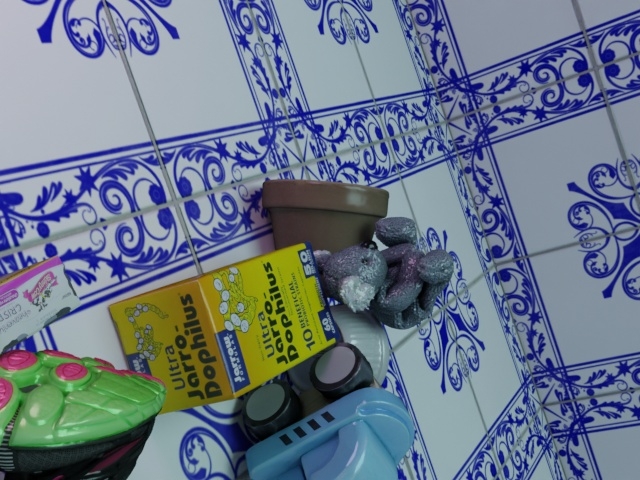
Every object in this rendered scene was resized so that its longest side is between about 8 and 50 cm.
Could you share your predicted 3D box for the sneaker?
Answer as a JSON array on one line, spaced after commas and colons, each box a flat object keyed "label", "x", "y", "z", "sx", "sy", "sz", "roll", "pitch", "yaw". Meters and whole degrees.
[{"label": "sneaker", "x": -0.293, "y": 0.247, "z": 1.088, "sx": 0.483, "sy": 0.185, "sz": 0.202, "roll": 80, "pitch": 28, "yaw": -79}]

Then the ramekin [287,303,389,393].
[{"label": "ramekin", "x": 0.024, "y": 0.224, "z": 1.773, "sx": 0.109, "sy": 0.207, "sz": 0.207, "roll": 10, "pitch": 66, "yaw": -48}]

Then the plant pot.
[{"label": "plant pot", "x": 0.000, "y": 0.000, "z": 1.839, "sx": 0.263, "sy": 0.263, "sz": 0.229, "roll": 8, "pitch": 87, "yaw": -58}]

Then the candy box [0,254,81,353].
[{"label": "candy box", "x": -0.422, "y": 0.101, "z": 1.051, "sx": 0.159, "sy": 0.233, "sz": 0.071, "roll": -39, "pitch": 109, "yaw": -59}]

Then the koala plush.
[{"label": "koala plush", "x": 0.096, "y": 0.072, "z": 1.686, "sx": 0.221, "sy": 0.203, "sz": 0.196, "roll": 4, "pitch": 27, "yaw": -34}]

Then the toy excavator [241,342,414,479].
[{"label": "toy excavator", "x": -0.013, "y": 0.454, "z": 1.519, "sx": 0.222, "sy": 0.433, "sz": 0.445, "roll": 57, "pitch": 5, "yaw": -36}]

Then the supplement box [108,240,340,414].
[{"label": "supplement box", "x": -0.150, "y": 0.142, "z": 1.526, "sx": 0.356, "sy": 0.195, "sz": 0.194, "roll": -20, "pitch": 92, "yaw": -60}]
